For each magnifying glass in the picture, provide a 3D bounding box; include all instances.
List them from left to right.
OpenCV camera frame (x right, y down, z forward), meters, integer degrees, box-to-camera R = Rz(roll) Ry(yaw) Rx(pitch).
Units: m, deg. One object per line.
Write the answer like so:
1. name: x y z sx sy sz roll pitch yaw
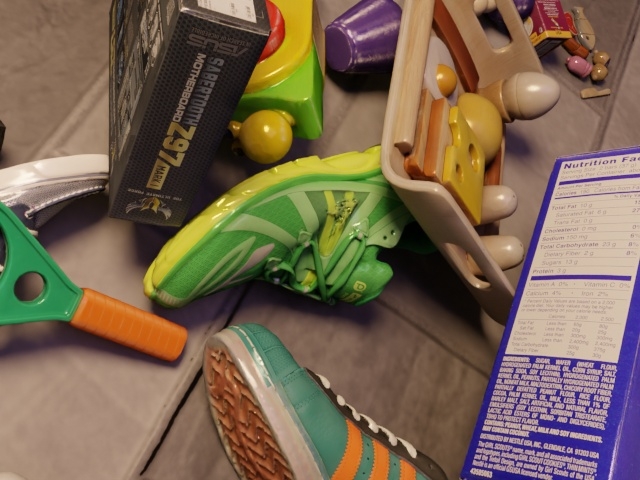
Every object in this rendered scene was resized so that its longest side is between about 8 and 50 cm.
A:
1. magnifying glass: -0.190 0.035 0.489 0.231 0.026 0.092 30 79 -36

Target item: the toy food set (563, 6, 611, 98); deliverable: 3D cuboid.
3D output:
1. toy food set: 0.330 -0.240 0.899 0.077 0.019 0.122 -14 80 -31

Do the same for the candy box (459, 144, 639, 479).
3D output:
1. candy box: 0.265 0.120 0.630 0.268 0.122 0.317 48 56 -38

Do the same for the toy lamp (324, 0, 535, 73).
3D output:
1. toy lamp: 0.116 -0.232 0.753 0.274 0.080 0.080 -25 86 -34

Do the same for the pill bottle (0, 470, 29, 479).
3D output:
1. pill bottle: -0.140 0.244 0.433 0.215 0.117 0.117 38 60 -12

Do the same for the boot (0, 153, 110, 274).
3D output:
1. boot: -0.230 0.000 0.505 0.189 0.069 0.086 -19 92 -25

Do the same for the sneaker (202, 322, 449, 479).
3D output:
1. sneaker: 0.022 0.181 0.553 0.121 0.108 0.302 -34 99 -33

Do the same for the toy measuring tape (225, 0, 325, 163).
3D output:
1. toy measuring tape: -0.055 -0.193 0.646 0.121 0.121 0.330 18 50 -22

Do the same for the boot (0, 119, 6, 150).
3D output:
1. boot: -0.333 -0.092 0.478 0.197 0.077 0.137 -20 65 -46

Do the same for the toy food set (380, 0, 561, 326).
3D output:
1. toy food set: 0.155 -0.102 0.651 0.220 0.092 0.306 46 45 -43

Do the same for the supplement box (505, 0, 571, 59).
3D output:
1. supplement box: 0.251 -0.263 0.845 0.043 0.055 0.083 -8 76 -29

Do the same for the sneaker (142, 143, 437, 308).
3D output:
1. sneaker: 0.000 0.000 0.593 0.295 0.109 0.124 -19 79 -32

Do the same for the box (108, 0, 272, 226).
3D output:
1. box: -0.106 -0.155 0.511 0.059 0.183 0.233 9 50 -26
